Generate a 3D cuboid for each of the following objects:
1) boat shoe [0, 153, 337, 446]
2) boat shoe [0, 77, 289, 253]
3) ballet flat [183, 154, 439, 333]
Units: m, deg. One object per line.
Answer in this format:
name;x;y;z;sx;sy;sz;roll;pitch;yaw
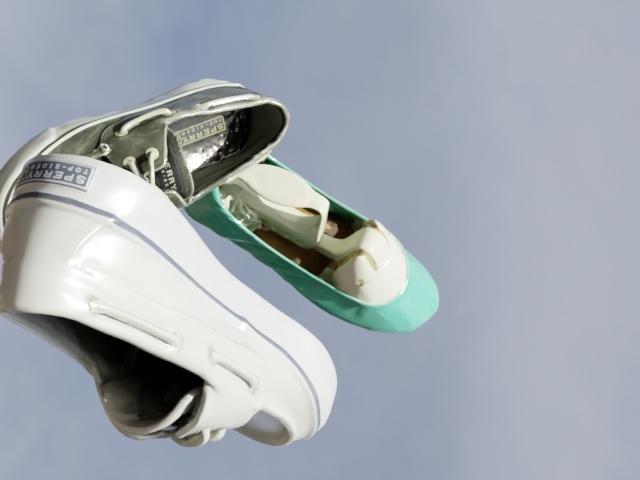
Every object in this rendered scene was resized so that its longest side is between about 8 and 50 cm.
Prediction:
boat shoe;-0.075;0.056;0.743;0.095;0.258;0.084;-1;-118;32
boat shoe;-0.116;-0.050;1.006;0.070;0.219;0.077;14;-53;47
ballet flat;0.000;0.000;1.221;0.083;0.247;0.087;-66;-165;-21
